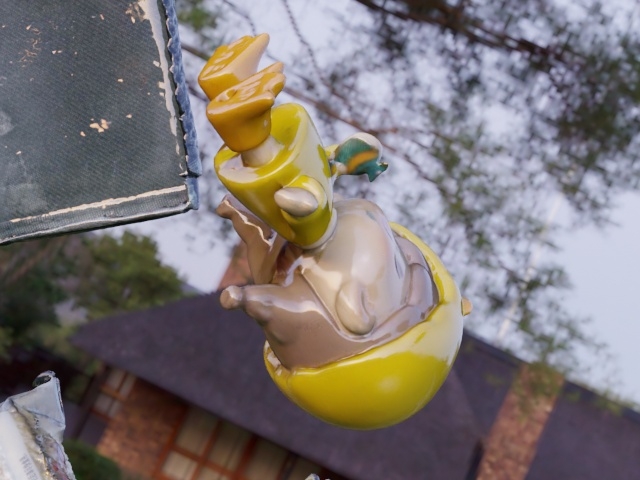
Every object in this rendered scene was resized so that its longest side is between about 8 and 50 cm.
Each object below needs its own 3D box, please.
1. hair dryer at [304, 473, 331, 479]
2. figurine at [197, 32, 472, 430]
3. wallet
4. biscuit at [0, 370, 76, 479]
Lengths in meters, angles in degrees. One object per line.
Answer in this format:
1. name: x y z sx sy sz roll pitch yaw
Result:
1. hair dryer: -0.064 0.223 0.791 0.067 0.167 0.199 35 -25 -12
2. figurine: 0.000 0.000 1.096 0.215 0.187 0.344 -80 148 -58
3. wallet: -0.249 -0.176 1.302 0.237 0.342 0.075 -11 -5 12
4. biscuit: -0.246 0.236 1.044 0.309 0.186 0.079 43 -13 51
